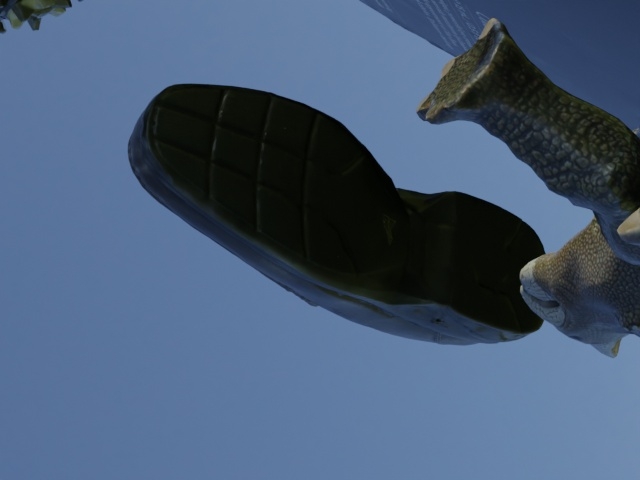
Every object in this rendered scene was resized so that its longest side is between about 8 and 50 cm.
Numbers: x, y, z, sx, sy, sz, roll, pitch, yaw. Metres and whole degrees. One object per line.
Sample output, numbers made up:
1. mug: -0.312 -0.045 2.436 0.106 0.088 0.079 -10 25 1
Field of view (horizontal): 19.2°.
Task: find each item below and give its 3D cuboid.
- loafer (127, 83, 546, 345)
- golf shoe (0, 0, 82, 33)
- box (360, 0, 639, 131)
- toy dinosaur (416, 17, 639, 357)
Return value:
1. loafer: 0.000 0.000 0.654 0.170 0.061 0.062 28 -123 -30
2. golf shoe: -0.092 -0.143 0.645 0.273 0.105 0.120 -21 -99 -28
3. box: 0.143 -0.170 0.890 0.179 0.312 0.343 -56 -20 -2
4. toy dinosaur: 0.117 0.005 0.404 0.160 0.121 0.313 40 -178 -20
